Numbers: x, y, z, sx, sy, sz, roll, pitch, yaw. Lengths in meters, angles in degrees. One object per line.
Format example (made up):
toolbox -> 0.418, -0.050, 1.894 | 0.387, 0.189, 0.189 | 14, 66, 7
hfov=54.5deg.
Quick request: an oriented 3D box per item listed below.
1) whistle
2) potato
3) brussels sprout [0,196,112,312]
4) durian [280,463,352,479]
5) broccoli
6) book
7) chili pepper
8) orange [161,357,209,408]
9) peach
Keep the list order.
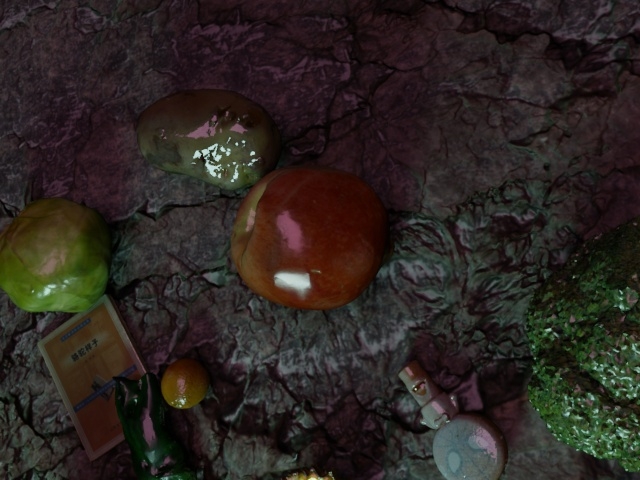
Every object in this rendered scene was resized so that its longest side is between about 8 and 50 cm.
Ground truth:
whistle -> 0.194, 0.274, 0.918 | 0.107, 0.057, 0.220 | -46, 67, 18
potato -> -0.188, -0.178, 1.055 | 0.262, 0.165, 0.165 | 17, 85, 14
brussels sprout -> -0.463, 0.025, 1.085 | 0.223, 0.161, 0.223 | -1, 87, 19
durian -> 0.003, 0.440, 0.932 | 0.140, 0.078, 0.224 | 6, 92, 4
broccoli -> 0.422, 0.118, 0.760 | 0.321, 0.310, 0.413 | 8, 48, 11
book -> -0.390, 0.239, 1.102 | 0.170, 0.018, 0.241 | -35, 74, 6
chili pepper -> -0.281, 0.318, 1.023 | 0.098, 0.061, 0.224 | -29, 83, 15
orange -> -0.223, 0.236, 1.027 | 0.085, 0.085, 0.085 | -3, 79, 15
peach -> 0.000, 0.000, 0.945 | 0.232, 0.257, 0.232 | -36, 46, 48
